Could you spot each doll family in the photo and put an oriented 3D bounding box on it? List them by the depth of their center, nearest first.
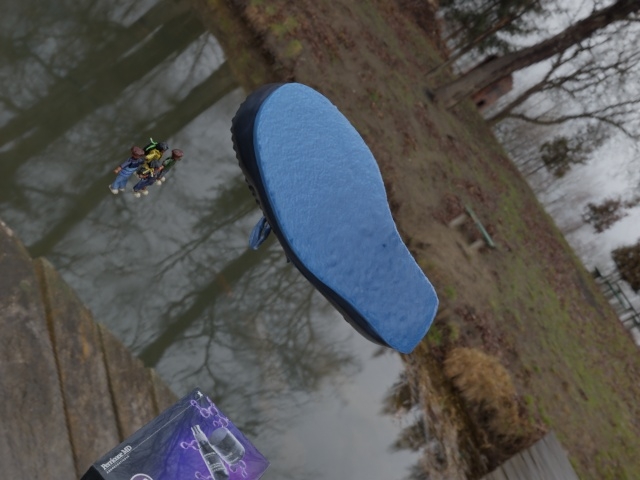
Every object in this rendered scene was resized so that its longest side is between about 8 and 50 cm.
[{"bbox_3d":[-0.356,-0.156,1.254,0.076,0.111,0.193,42,31,-9],"label":"doll family"}]

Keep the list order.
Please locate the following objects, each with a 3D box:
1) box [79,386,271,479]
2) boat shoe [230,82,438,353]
[{"bbox_3d":[-0.217,0.362,0.912,0.184,0.103,0.261,42,22,9],"label":"box"},{"bbox_3d":[0.000,0.000,0.456,0.089,0.109,0.258,21,-33,46],"label":"boat shoe"}]
